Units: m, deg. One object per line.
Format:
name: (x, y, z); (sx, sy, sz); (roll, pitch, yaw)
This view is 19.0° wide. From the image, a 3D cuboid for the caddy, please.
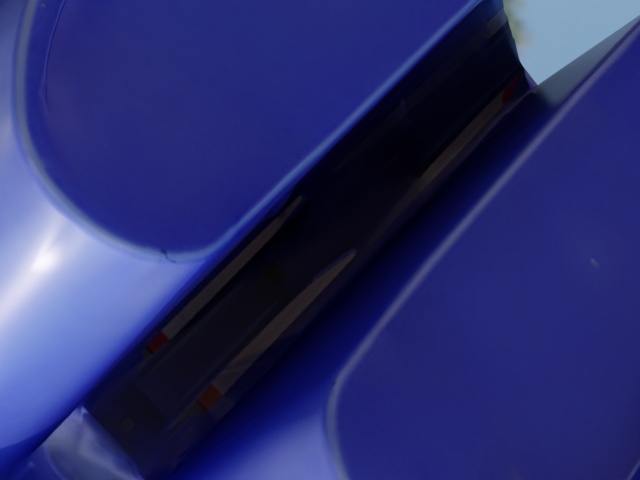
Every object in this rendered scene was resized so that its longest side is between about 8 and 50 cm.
caddy: (0.000, 0.000, 0.598); (0.179, 0.241, 0.341); (-39, -175, 47)
